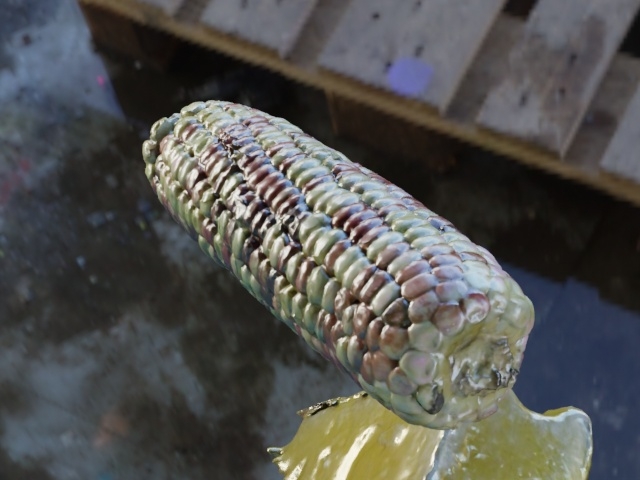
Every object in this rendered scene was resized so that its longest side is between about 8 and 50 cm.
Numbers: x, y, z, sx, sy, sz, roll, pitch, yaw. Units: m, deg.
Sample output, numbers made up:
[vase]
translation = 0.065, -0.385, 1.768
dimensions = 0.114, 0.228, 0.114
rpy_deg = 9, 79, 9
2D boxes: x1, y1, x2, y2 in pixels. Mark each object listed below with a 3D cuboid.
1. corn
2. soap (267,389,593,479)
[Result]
[corn]
translation = 0.000, 0.000, 0.847
dimensions = 0.086, 0.086, 0.253
rpy_deg = -39, 43, -13
[soap]
translation = 0.050, 0.280, 1.499
dimensions = 0.169, 0.338, 0.304
rpy_deg = 32, 62, -19
